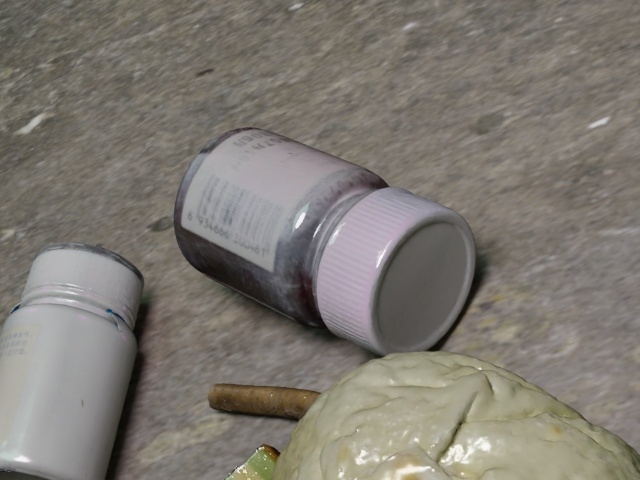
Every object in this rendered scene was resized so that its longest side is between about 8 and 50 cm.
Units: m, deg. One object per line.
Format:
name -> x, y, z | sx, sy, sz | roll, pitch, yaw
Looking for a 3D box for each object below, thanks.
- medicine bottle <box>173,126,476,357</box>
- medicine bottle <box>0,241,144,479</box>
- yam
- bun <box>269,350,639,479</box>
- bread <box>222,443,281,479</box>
medicine bottle -> 0.000, 0.000, 1.335 | 0.273, 0.165, 0.165 | 24, 73, 39
medicine bottle -> -0.266, 0.140, 1.410 | 0.143, 0.143, 0.258 | -6, 57, 27
yam -> -0.043, 0.157, 1.340 | 0.145, 0.032, 0.032 | 2, 60, 31
bun -> 0.091, 0.240, 1.065 | 0.349, 0.227, 0.352 | -18, 53, 19
bread -> -0.025, 0.260, 1.269 | 0.139, 0.084, 0.074 | 44, 85, 12
